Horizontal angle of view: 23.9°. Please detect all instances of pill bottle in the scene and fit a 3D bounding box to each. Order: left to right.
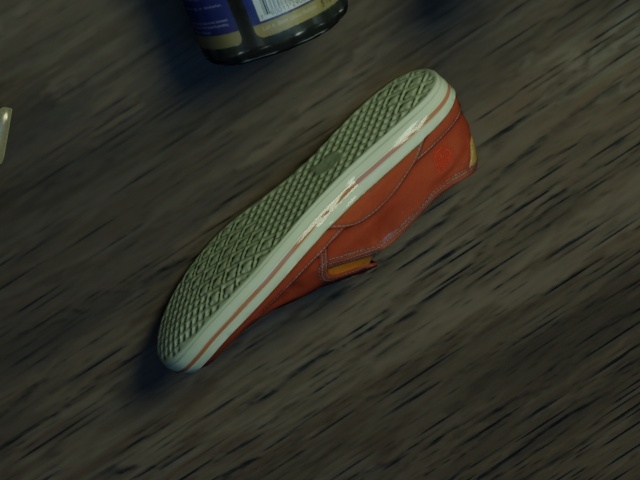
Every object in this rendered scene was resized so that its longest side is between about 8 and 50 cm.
[{"bbox_3d":[-0.069,-0.255,1.153,0.122,0.123,0.219,-23,111,-5],"label":"pill bottle"}]

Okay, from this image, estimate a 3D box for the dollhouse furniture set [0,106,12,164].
[{"bbox_3d":[-0.366,-0.015,1.159,0.212,0.161,0.242,10,92,-16],"label":"dollhouse furniture set"}]

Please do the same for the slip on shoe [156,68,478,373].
[{"bbox_3d":[0.000,0.000,1.259,0.331,0.123,0.101,-42,116,-3],"label":"slip on shoe"}]
